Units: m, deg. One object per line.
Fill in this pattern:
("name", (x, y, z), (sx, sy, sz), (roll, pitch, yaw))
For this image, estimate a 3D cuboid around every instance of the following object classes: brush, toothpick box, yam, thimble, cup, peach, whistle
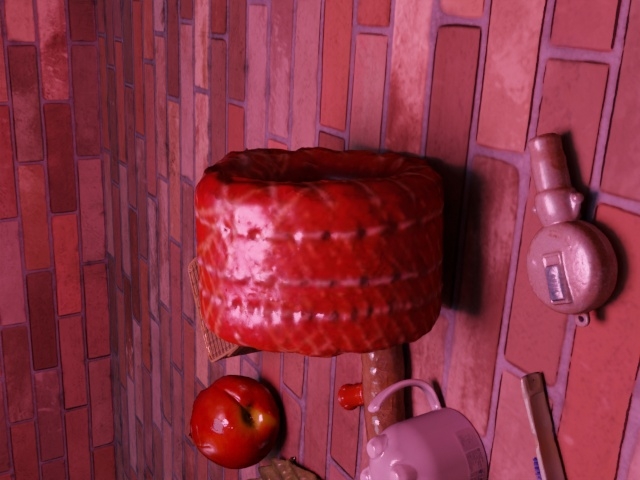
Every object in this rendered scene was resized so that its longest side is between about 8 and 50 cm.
("brush", (0.274, 0.252, 0.884), (0.030, 0.033, 0.179), (147, 113, -73))
("toothpick box", (0.069, 0.263, 1.222), (0.083, 0.047, 0.047), (-30, 71, 57))
("yam", (0.106, 0.272, 1.134), (0.081, 0.081, 0.357), (-4, 94, 60))
("thimble", (0.000, 0.000, 1.001), (0.350, 0.350, 0.231), (23, 117, 56))
("cup", (0.139, 0.300, 1.016), (0.134, 0.141, 0.174), (22, 115, 57))
("peach", (-0.192, 0.394, 1.564), (0.226, 0.196, 0.190), (-33, 35, 55))
("whistle", (0.270, -0.011, 0.805), (0.107, 0.057, 0.220), (-18, 79, 60))

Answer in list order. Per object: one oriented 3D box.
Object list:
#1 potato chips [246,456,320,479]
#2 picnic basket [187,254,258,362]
("potato chips", (-0.068, 0.646, 1.497), (0.389, 0.097, 0.374), (3, 98, 58))
("picnic basket", (-0.127, 0.092, 1.389), (0.313, 0.175, 0.228), (-35, 66, 57))
